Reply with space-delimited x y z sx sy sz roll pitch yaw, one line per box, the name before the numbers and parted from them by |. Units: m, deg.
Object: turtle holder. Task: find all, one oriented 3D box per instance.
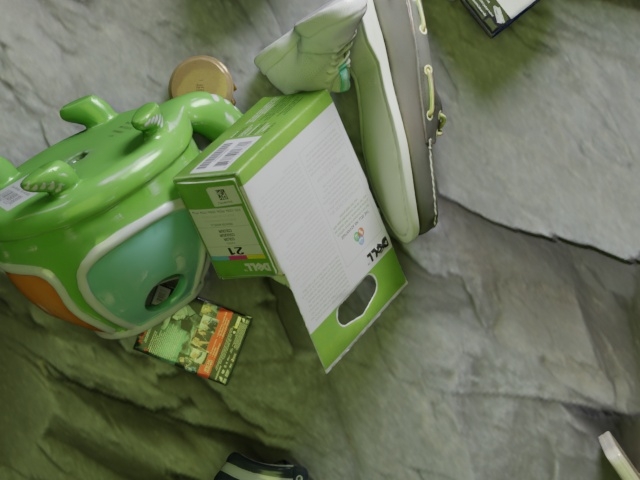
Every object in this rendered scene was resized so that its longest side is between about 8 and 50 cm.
turtle holder | -0.218 -0.038 1.840 0.243 0.320 0.227 -7 117 38

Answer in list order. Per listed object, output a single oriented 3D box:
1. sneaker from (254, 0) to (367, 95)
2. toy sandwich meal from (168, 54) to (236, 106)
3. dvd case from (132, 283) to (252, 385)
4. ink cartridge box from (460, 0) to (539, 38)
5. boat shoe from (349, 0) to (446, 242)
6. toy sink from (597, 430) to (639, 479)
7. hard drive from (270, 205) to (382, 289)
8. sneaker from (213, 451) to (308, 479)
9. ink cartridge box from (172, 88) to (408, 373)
sneaker | 0.009 -0.208 1.822 0.080 0.212 0.094 -36 93 -28
toy sandwich meal | -0.135 -0.173 1.910 0.086 0.029 0.085 0 89 9
dvd case | -0.150 0.109 1.929 0.119 0.013 0.087 21 94 3
ink cartridge box | 0.165 -0.336 1.842 0.097 0.046 0.207 -38 89 4
boat shoe | 0.093 -0.152 1.850 0.091 0.109 0.305 -13 91 -23
toy sink | 0.429 0.285 1.815 0.131 0.153 0.234 -35 88 5
hard drive | 0.000 0.000 1.906 0.094 0.022 0.135 30 95 3
sneaker | -0.018 0.352 1.884 0.282 0.099 0.153 33 75 -11
ink cartridge box | -0.027 -0.008 1.804 0.097 0.189 0.255 -3 120 39
